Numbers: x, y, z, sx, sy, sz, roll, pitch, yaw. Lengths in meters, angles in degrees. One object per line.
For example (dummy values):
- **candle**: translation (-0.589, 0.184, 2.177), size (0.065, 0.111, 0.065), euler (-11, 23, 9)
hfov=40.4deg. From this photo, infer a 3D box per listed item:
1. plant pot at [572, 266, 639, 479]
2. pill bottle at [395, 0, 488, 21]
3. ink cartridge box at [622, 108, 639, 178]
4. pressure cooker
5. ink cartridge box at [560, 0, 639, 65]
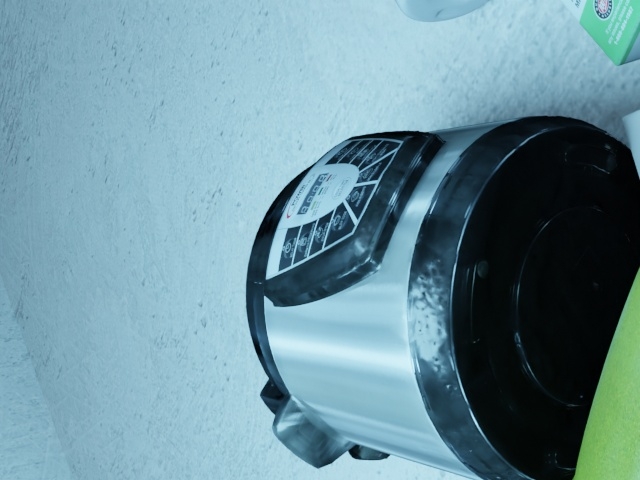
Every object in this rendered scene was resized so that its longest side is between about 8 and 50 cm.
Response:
- **plant pot**: translation (0.348, 0.127, 0.595), size (0.366, 0.366, 0.353), euler (27, 131, 49)
- **pill bottle**: translation (0.123, -0.432, 1.090), size (0.160, 0.160, 0.283), euler (-43, 60, 46)
- **ink cartridge box**: translation (0.431, -0.063, 0.747), size (0.283, 0.117, 0.207), euler (-27, 72, 50)
- **pressure cooker**: translation (0.122, 0.065, 0.958), size (0.420, 0.369, 0.376), euler (0, 98, 56)
- **ink cartridge box**: translation (0.285, -0.352, 0.854), size (0.289, 0.121, 0.211), euler (60, 162, 29)
